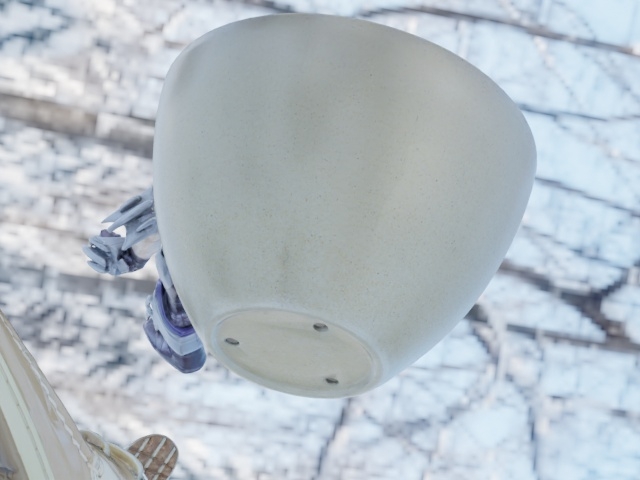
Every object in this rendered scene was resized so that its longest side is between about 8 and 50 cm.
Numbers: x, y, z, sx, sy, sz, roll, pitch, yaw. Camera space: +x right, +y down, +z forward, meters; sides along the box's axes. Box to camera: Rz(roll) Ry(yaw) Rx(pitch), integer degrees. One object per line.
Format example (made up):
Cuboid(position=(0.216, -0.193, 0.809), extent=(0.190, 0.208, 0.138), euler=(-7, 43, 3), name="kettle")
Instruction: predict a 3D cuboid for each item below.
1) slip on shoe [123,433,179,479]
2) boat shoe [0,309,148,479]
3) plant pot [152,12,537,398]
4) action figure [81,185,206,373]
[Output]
Cuboid(position=(-0.179, 0.227, 1.580), extent=(0.041, 0.051, 0.135), euler=(-37, -167, 51), name="slip on shoe")
Cuboid(position=(-0.144, 0.148, 0.882), extent=(0.110, 0.121, 0.341), euler=(-52, 137, -48), name="boat shoe")
Cuboid(position=(0.000, 0.000, 1.261), extent=(0.284, 0.284, 0.191), euler=(127, -19, -57), name="plant pot")
Cuboid(position=(-0.114, 0.005, 1.543), extent=(0.285, 0.185, 0.099), euler=(86, -22, -50), name="action figure")
